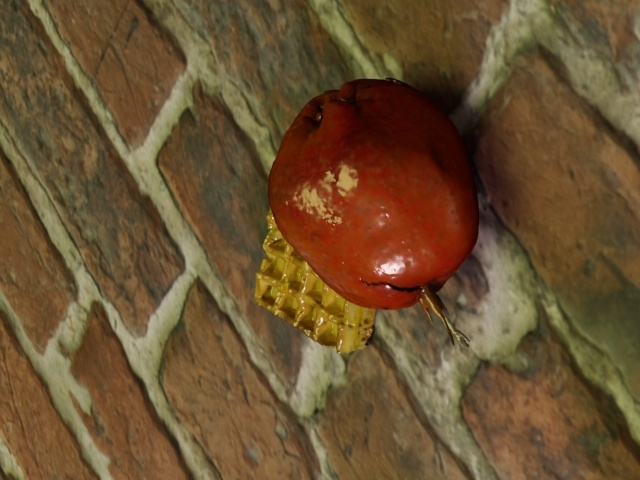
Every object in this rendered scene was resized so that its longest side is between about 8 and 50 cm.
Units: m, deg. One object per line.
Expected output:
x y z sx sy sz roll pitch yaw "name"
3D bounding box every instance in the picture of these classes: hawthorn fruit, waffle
0.071 -0.020 1.701 0.211 0.211 0.299 -30 90 48 "hawthorn fruit"
0.000 0.000 1.887 0.160 0.055 0.211 27 119 41 "waffle"
